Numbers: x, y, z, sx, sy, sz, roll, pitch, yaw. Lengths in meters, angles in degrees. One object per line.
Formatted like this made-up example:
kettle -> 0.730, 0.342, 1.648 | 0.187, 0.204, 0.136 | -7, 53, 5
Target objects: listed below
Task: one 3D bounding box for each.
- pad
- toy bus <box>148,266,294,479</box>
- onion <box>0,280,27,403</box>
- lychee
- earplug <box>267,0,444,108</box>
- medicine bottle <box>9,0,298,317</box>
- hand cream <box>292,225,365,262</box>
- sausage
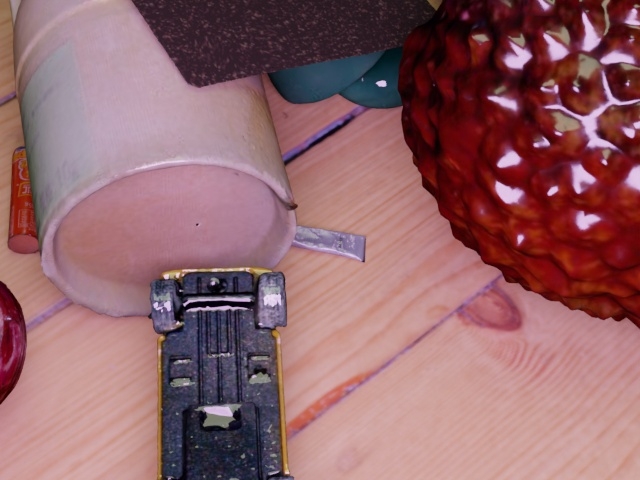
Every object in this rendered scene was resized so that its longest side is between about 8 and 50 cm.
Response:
pad -> -0.045, -0.249, 1.302 | 0.330, 0.004, 0.220 | -17, 63, -38
toy bus -> -0.081, 0.179, 1.149 | 0.121, 0.123, 0.335 | -3, 53, -3
onion -> -0.373, 0.087, 1.148 | 0.246, 0.246, 0.190 | 8, 80, 4
lychee -> 0.269, -0.151, 1.237 | 0.500, 0.424, 0.424 | 46, 61, -2
earplug -> 0.047, -0.247, 1.445 | 0.257, 0.280, 0.164 | -52, 35, 6
medicine bottle -> -0.176, -0.154, 1.321 | 0.236, 0.235, 0.406 | -9, 55, -9
hand cream -> 0.000, 0.000, 1.350 | 0.093, 0.019, 0.030 | 9, 55, 2
sausage -> -0.293, -0.047, 1.364 | 0.034, 0.034, 0.129 | -3, 54, -4
